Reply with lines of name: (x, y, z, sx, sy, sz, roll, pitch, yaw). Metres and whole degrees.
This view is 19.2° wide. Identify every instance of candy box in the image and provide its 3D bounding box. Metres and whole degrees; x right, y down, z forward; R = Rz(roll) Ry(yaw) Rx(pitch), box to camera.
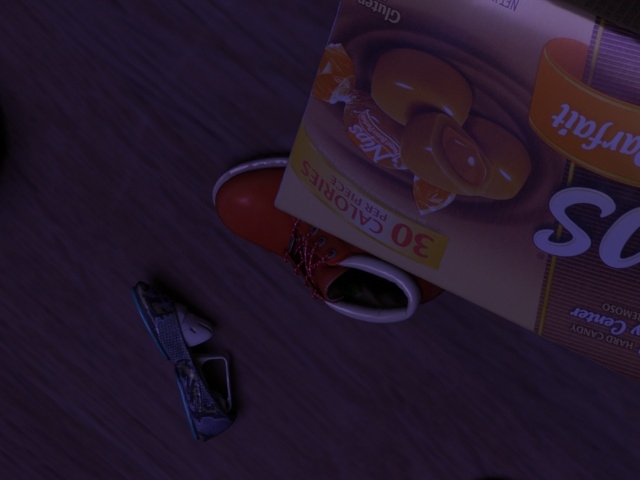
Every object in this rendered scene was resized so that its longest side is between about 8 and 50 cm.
candy box: (0.150, -0.040, 0.991, 0.316, 0.087, 0.183, 25, 123, 10)

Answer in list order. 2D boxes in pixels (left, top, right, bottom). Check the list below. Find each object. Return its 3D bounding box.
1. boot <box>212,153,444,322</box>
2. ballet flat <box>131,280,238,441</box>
boot: (0.000, 0.000, 1.084, 0.158, 0.084, 0.059, 17, 123, 17)
ballet flat: (-0.081, 0.071, 1.190, 0.041, 0.041, 0.114, -12, 110, 29)
